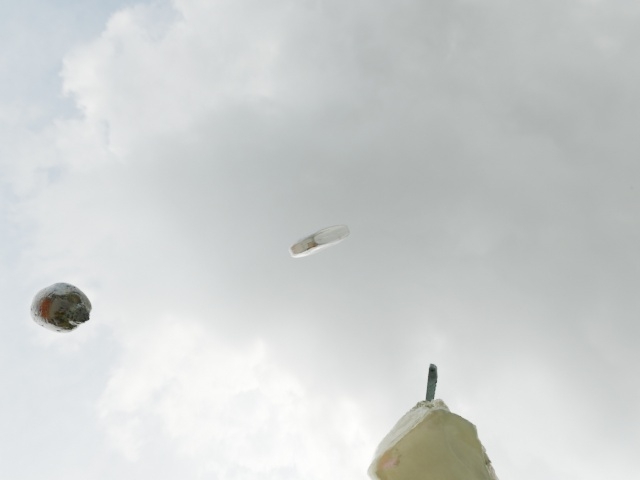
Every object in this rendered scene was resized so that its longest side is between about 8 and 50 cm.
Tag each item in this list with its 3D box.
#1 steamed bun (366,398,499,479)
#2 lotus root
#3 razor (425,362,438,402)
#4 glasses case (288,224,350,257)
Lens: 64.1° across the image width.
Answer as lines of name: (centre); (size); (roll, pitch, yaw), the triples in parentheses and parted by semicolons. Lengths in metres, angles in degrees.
steamed bun: (0.206, 0.358, 0.787); (0.225, 0.200, 0.170); (43, -64, 22)
lotus root: (-0.286, 0.074, 0.566); (0.049, 0.099, 0.054); (53, -126, -36)
razor: (0.217, 0.334, 1.022); (0.033, 0.066, 0.190); (4, -72, 19)
glasses case: (0.000, 0.000, 1.014); (0.063, 0.164, 0.041); (-29, -95, 35)
